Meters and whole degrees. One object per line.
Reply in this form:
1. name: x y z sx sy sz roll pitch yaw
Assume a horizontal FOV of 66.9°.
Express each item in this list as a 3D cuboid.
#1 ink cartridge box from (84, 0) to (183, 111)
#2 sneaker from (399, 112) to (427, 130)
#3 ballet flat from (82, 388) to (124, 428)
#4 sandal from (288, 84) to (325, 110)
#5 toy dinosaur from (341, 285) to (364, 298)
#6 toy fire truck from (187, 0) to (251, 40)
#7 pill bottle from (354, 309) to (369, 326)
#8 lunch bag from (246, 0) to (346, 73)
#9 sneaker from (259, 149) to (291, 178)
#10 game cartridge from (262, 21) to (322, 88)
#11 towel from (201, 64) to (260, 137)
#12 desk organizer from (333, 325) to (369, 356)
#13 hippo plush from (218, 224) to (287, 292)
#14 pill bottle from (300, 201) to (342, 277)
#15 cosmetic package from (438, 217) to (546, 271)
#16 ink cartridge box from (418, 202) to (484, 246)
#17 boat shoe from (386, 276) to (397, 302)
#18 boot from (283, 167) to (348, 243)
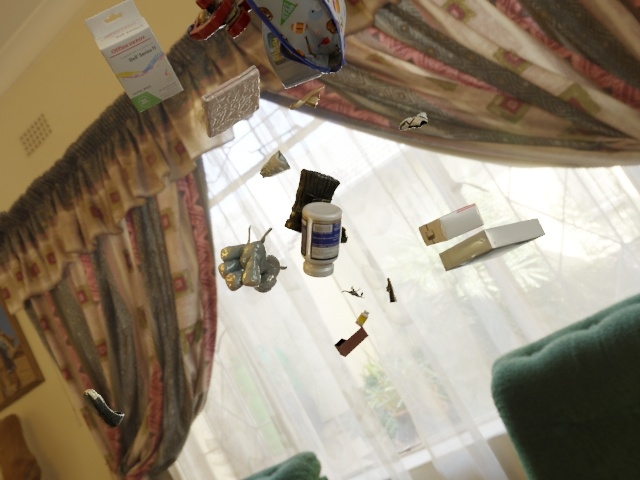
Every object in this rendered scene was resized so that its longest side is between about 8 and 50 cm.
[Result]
1. ink cartridge box: -0.708 -0.701 1.859 0.207 0.119 0.353 -31 -41 -7
2. sneaker: 0.344 -0.432 1.788 0.109 0.043 0.040 -24 -29 12
3. ballet flat: -0.589 0.448 1.311 0.049 0.057 0.173 -55 -32 -38
4. sandal: -0.058 -0.731 2.568 0.240 0.079 0.088 -38 23 -20
5. toy dinosaur: 0.145 0.218 2.036 0.090 0.047 0.082 -1 -29 25
6. toy fire truck: -0.364 -0.815 1.707 0.169 0.302 0.254 35 -30 -33
7. pill bottle: 0.208 0.383 2.386 0.083 0.043 0.043 -57 -10 2
8. lunch bag: -0.054 -0.758 1.562 0.239 0.328 0.385 -26 -48 29
9. sneaker: -0.237 -0.369 2.473 0.129 0.111 0.297 -34 2 -15
10. game cartridge: -0.110 -0.729 1.821 0.196 0.294 0.060 -19 -11 10
11. towel: -0.430 -0.664 2.344 0.317 0.053 0.332 -38 -11 -17
12. desk organizer: 0.118 0.384 1.862 0.130 0.050 0.047 -38 16 -21
13. hippo plush: -0.295 0.106 2.142 0.234 0.294 0.236 8 -17 28
14. pill bottle: 0.000 0.000 1.850 0.153 0.153 0.264 -22 -54 -44
15. cosmetic package: 0.753 0.017 2.131 0.377 0.097 0.284 -10 -15 -34
16. ink cartridge box: 0.476 -0.054 1.791 0.158 0.092 0.218 -22 -1 -9
17. boat shoe: 0.316 0.227 2.204 0.038 0.125 0.046 -15 18 12
18. boot: 0.023 -0.134 1.995 0.348 0.131 0.260 16 -85 -46
